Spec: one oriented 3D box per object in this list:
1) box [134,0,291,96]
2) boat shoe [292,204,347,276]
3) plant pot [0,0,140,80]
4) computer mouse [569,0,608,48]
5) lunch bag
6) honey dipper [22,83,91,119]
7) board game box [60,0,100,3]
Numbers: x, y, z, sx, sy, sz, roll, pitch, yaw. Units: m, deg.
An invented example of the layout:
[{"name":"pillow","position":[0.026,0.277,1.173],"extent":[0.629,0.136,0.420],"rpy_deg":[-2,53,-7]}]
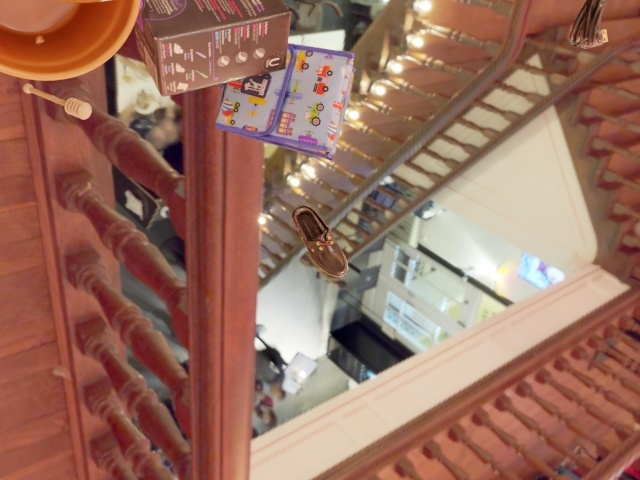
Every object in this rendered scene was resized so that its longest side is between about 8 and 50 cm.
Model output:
[{"name":"box","position":[-0.215,-0.413,1.250],"extent":[0.271,0.165,0.143],"rpy_deg":[-18,149,-20]},{"name":"boat shoe","position":[-0.002,0.001,1.021],"extent":[0.049,0.133,0.042],"rpy_deg":[-33,173,-8]},{"name":"plant pot","position":[-0.444,-0.406,0.971],"extent":[0.291,0.203,0.290],"rpy_deg":[-11,115,-25]},{"name":"computer mouse","position":[0.431,-0.346,0.839],"extent":[0.262,0.060,0.184],"rpy_deg":[-32,147,-35]},{"name":"lunch bag","position":[-0.089,-0.326,1.417],"extent":[0.138,0.294,0.220],"rpy_deg":[12,92,-86]},{"name":"honey dipper","position":[-0.475,-0.251,1.130],"extent":[0.030,0.161,0.030],"rpy_deg":[-44,146,-41]},{"name":"board game box","position":[0.018,-0.247,0.053],"extent":[0.356,0.357,0.355],"rpy_deg":[-59,144,-74]}]
